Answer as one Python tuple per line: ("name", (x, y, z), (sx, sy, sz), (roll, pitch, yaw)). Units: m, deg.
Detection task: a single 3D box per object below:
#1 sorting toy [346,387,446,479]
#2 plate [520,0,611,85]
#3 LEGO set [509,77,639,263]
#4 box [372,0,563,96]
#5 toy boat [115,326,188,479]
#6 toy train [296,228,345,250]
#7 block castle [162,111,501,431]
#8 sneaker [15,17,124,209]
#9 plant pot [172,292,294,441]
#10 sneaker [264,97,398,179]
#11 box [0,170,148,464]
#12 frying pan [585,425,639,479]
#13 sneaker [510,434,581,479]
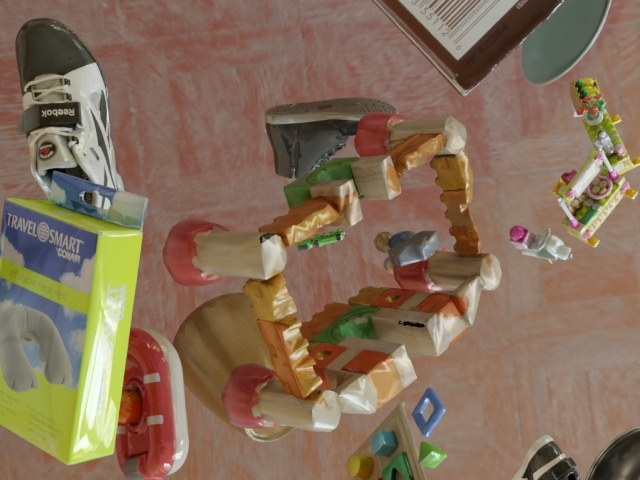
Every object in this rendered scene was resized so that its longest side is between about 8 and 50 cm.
("sorting toy", (0.099, 0.398, 1.648), (0.047, 0.196, 0.347), (21, 124, -25))
("plate", (0.327, -0.286, 1.256), (0.024, 0.188, 0.188), (20, 95, -20))
("LEGO set", (0.341, -0.112, 1.253), (0.107, 0.132, 0.287), (42, 63, -46))
("box", (0.135, -0.298, 1.080), (0.191, 0.381, 0.143), (44, 107, -7))
("toy boat", (-0.291, 0.243, 1.420), (0.151, 0.151, 0.231), (4, 70, -37))
("toy train", (0.000, 0.000, 1.583), (0.083, 0.023, 0.017), (-14, 120, 12))
("block castle", (0.025, 0.032, 1.307), (0.453, 0.213, 0.303), (-34, 114, -38))
("sneaker", (-0.370, -0.160, 1.396), (0.123, 0.146, 0.330), (-14, 103, 7))
("plant pot", (-0.136, 0.265, 1.843), (0.237, 0.254, 0.237), (-13, 122, -21))
("sneaker", (0.023, -0.168, 1.592), (0.222, 0.083, 0.118), (0, 117, 15))
("box", (-0.177, 0.048, 0.653), (0.109, 0.042, 0.178), (16, 101, 37))
("frying pan", (0.344, 0.352, 1.057), (0.197, 0.053, 0.326), (41, 78, -5))
("sneaker", (0.436, 0.480, 1.855), (0.079, 0.216, 0.121), (-25, 54, -22))
